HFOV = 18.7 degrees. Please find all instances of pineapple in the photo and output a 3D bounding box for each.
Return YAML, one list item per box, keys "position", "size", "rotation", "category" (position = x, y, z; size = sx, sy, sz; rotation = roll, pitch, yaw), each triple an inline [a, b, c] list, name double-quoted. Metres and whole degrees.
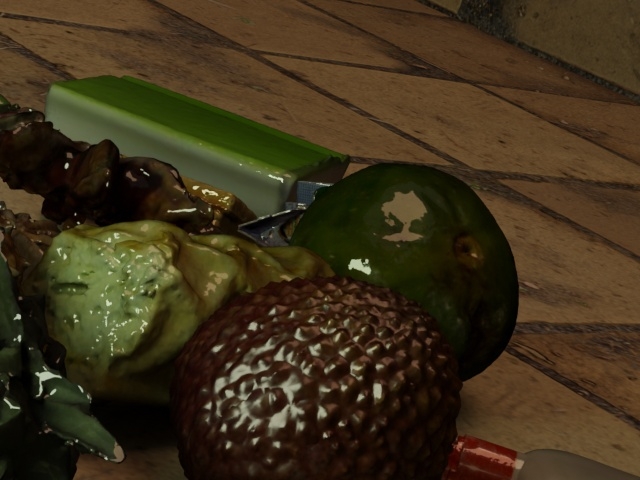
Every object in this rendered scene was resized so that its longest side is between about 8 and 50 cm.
- position: [-0.219, 0.060, 1.182]
  size: [0.165, 0.166, 0.364]
  rotation: [8, 19, -33]
  category: "pineapple"

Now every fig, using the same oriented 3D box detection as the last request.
- position: [0.057, 0.041, 1.606]
  size: [0.195, 0.195, 0.245]
  rotation: [14, -20, -15]
  category: "fig"

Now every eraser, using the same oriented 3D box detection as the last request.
- position: [-0.125, -0.085, 1.960]
  size: [0.274, 0.092, 0.210]
  rotation: [20, 14, 15]
  category: "eraser"

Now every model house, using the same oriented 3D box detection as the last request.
- position: [0.000, 0.000, 1.791]
  size: [0.088, 0.117, 0.167]
  rotation: [7, 9, 32]
  category: "model house"

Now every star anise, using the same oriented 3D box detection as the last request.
- position: [-0.200, -0.046, 1.638]
  size: [0.288, 0.088, 0.288]
  rotation: [26, -6, 3]
  category: "star anise"
- position: [-0.242, 0.010, 1.531]
  size: [0.208, 0.063, 0.172]
  rotation: [21, 10, 9]
  category: "star anise"

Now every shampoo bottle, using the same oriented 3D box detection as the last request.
- position: [0.190, 0.188, 1.396]
  size: [0.221, 0.051, 0.108]
  rotation: [18, 17, 1]
  category: "shampoo bottle"

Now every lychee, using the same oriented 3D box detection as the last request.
- position: [-0.004, 0.111, 1.226]
  size: [0.194, 0.194, 0.194]
  rotation: [16, 15, -4]
  category: "lychee"

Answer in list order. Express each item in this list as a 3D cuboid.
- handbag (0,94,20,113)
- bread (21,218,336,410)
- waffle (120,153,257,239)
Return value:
- position: [-0.350, -0.135, 1.957]
  size: [0.111, 0.047, 0.072]
  rotation: [20, 16, 18]
  category: "handbag"
- position: [-0.084, 0.060, 1.374]
  size: [0.152, 0.130, 0.267]
  rotation: [-16, -17, 37]
  category: "bread"
- position: [-0.139, -0.038, 1.802]
  size: [0.148, 0.042, 0.102]
  rotation: [20, -6, 17]
  category: "waffle"
